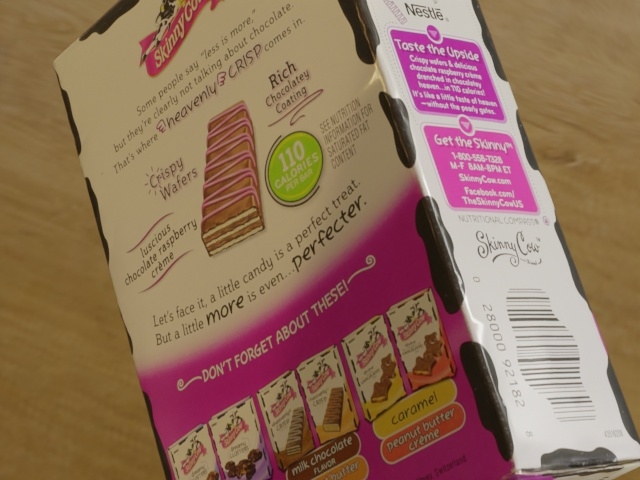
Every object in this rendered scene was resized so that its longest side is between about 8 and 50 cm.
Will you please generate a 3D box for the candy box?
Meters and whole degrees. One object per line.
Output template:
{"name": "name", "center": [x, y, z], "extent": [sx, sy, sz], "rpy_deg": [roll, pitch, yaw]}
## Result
{"name": "candy box", "center": [0.000, 0.000, 0.631], "extent": [0.159, 0.071, 0.233], "rpy_deg": [-34, 66, 40]}
